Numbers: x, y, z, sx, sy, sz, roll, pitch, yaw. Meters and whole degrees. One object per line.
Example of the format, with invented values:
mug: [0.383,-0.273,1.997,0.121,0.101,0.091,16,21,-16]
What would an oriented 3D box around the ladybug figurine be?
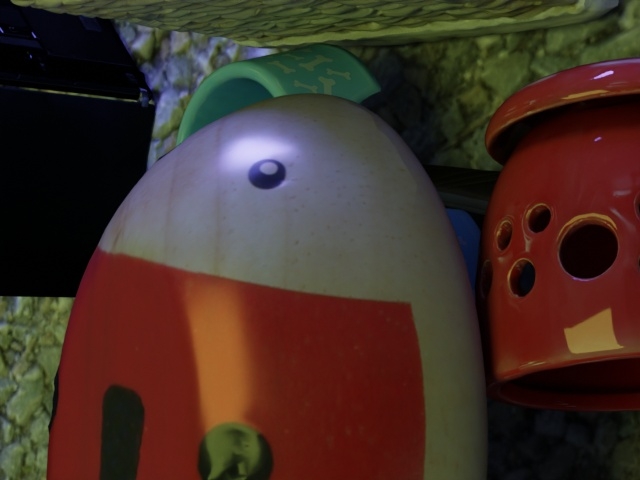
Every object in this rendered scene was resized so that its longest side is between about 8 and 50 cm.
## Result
ladybug figurine: [-0.049,0.139,1.126,0.305,0.162,0.449,8,96,50]

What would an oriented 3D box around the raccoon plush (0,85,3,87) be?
raccoon plush: [-0.345,0.072,1.600,0.299,0.216,0.446,46,118,26]

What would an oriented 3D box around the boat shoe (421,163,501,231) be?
boat shoe: [0.068,-0.011,1.288,0.224,0.080,0.073,10,103,46]

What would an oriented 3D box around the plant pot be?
plant pot: [0.178,0.000,1.107,0.191,0.191,0.174,-18,68,42]

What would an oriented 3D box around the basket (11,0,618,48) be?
basket: [-0.012,-0.299,1.249,0.331,0.266,0.328,0,89,45]

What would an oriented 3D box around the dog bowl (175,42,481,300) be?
dog bowl: [0.000,0.000,1.251,0.166,0.074,0.297,-57,50,34]

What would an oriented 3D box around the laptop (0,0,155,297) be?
laptop: [-0.259,-0.100,1.491,0.136,0.234,0.264,-49,58,29]
